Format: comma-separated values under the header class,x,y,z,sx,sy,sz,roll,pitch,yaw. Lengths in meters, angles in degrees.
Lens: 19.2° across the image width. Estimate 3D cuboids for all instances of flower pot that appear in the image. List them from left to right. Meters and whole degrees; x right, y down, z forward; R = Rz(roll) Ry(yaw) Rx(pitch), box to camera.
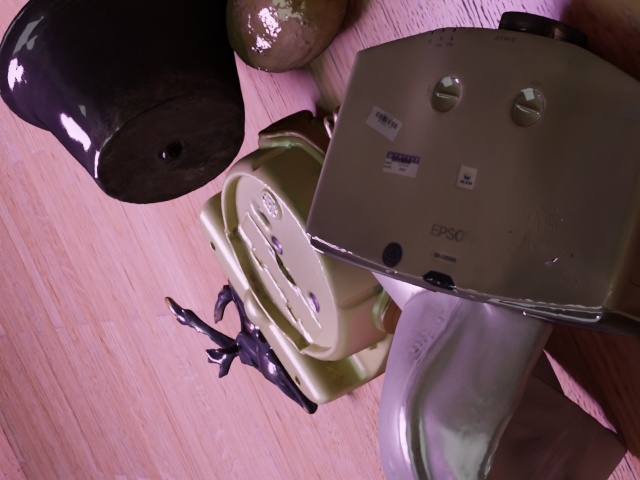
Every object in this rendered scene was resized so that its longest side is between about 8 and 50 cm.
class,x,y,z,sx,sy,sz,roll,pitch,yaw
flower pot,-0.156,-0.130,1.681,0.235,0.235,0.148,95,153,-53

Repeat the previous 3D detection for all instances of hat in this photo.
class,x,y,z,sx,sy,sz,roll,pitch,yaw
hat,0.087,0.098,1.429,0.301,0.168,0.258,51,178,34

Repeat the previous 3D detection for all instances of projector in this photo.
class,x,y,z,sx,sy,sz,roll,pitch,yaw
projector,0.127,-0.052,1.272,0.269,0.088,0.193,15,87,42

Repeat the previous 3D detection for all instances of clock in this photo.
class,x,y,z,sx,sy,sz,roll,pitch,yaw
clock,0.000,0.000,1.702,0.235,0.096,0.308,58,156,13

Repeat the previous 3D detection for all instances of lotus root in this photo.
class,x,y,z,sx,sy,sz,roll,pitch,yaw
lotus root,-0.036,-0.187,1.590,0.090,0.077,0.183,63,157,-1

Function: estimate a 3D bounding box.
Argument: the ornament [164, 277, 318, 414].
class,x,y,z,sx,sy,sz,roll,pitch,yaw
ornament,-0.088,0.070,1.993,0.236,0.080,0.202,19,135,60
